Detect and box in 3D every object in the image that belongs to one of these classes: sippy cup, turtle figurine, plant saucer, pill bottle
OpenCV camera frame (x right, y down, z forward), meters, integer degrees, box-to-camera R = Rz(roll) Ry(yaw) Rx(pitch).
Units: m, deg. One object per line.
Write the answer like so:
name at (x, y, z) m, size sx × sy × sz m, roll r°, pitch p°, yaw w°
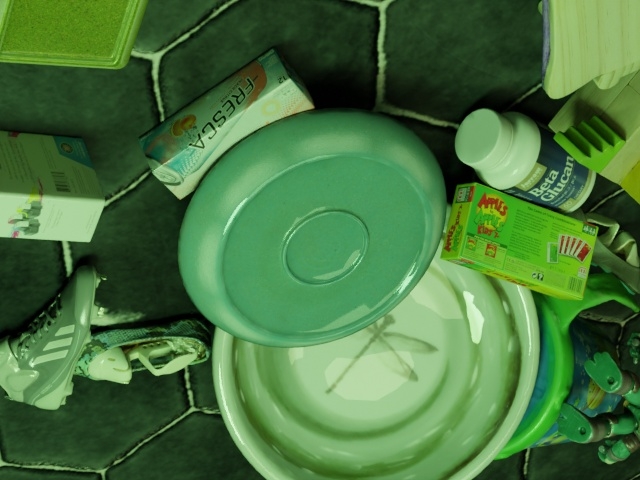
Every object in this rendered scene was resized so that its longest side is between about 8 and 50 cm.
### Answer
sippy cup at (0.272, 0.171, 2.253) m, size 0.305 × 0.240 × 0.224 m, roll -8°, pitch 166°, yaw 38°
turtle figurine at (0.396, 0.203, 2.160) m, size 0.234 × 0.118 × 0.175 m, roll 11°, pitch 93°, yaw -51°
plant saucer at (0.000, 0.000, 1.925) m, size 0.318 × 0.043 × 0.317 m, roll -11°, pitch 126°, yaw -15°
plant saucer at (0.062, 0.130, 2.101) m, size 0.401 × 0.100 × 0.400 m, roll -2°, pitch 100°, yaw -11°
plant saucer at (-0.246, -0.236, 1.679) m, size 0.188 × 0.045 × 0.188 m, roll 1°, pitch 132°, yaw -28°
pill bottle at (0.239, -0.096, 2.036) m, size 0.169 × 0.094 × 0.094 m, roll 21°, pitch 121°, yaw -40°

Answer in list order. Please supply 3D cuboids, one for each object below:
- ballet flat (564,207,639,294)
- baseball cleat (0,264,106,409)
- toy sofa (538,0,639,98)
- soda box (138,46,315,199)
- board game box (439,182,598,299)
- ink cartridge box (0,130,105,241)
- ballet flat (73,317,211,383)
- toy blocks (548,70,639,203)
ballet flat at (0.373, 0.011, 2.238) m, size 0.213 × 0.072 × 0.068 m, roll 28°, pitch 106°, yaw -44°
baseball cleat at (-0.318, 0.112, 1.988) m, size 0.109 × 0.072 × 0.206 m, roll 11°, pitch 119°, yaw -16°
toy sofa at (0.270, -0.330, 1.764) m, size 0.177 × 0.150 × 0.362 m, roll -23°, pitch 140°, yaw -7°
soda box at (-0.100, -0.125, 1.860) m, size 0.183 × 0.058 × 0.063 m, roll -34°, pitch 139°, yaw 8°
board game box at (0.236, 0.003, 2.045) m, size 0.181 × 0.043 × 0.092 m, roll 18°, pitch 79°, yaw -26°
ink cartridge box at (-0.324, -0.058, 1.779) m, size 0.181 × 0.104 × 0.061 m, roll 4°, pitch 130°, yaw -30°
ballet flat at (-0.219, 0.137, 2.069) m, size 0.188 × 0.070 × 0.070 m, roll -14°, pitch 138°, yaw -14°
toy blocks at (0.445, -0.169, 2.025) m, size 0.261 × 0.191 × 0.381 m, roll -51°, pitch 144°, yaw 14°
